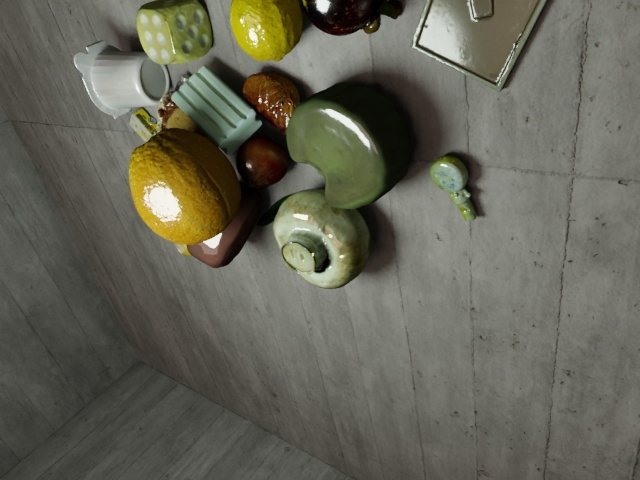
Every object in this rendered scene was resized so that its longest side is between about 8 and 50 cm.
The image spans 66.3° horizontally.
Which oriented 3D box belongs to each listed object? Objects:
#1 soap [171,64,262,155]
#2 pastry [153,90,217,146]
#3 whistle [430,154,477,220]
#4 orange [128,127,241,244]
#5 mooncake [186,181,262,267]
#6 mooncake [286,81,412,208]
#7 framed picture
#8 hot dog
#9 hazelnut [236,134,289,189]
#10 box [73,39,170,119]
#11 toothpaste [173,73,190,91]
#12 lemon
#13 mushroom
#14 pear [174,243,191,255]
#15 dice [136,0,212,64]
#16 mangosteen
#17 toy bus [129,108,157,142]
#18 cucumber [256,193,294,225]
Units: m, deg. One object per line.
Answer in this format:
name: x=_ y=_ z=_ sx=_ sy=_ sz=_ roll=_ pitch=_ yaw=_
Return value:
soap: x=-0.333 y=-0.418 z=1.569 sx=0.265 sy=0.160 sz=0.087 roll=44 pitch=179 yaw=20
pastry: x=-0.446 y=-0.388 z=1.731 sx=0.256 sy=0.170 sz=0.237 roll=10 pitch=93 yaw=9
whistle: x=0.369 y=-0.142 z=1.317 sx=0.198 sy=0.057 sz=0.104 roll=54 pitch=152 yaw=-19
orange: x=-0.424 y=-0.169 z=1.524 sx=0.322 sy=0.322 sz=0.357 roll=3 pitch=134 yaw=41
mooncake: x=-0.350 y=-0.046 z=1.833 sx=0.174 sy=0.326 sz=0.334 roll=28 pitch=149 yaw=5
mooncake: x=0.081 y=-0.268 z=1.364 sx=0.351 sy=0.187 sz=0.351 roll=28 pitch=138 yaw=28
framed picture: x=0.349 y=-0.517 z=1.039 sx=0.247 sy=0.022 sz=0.335 roll=34 pitch=139 yaw=17
hot dog: x=-0.141 y=-0.420 z=1.500 sx=0.227 sy=0.099 sz=0.160 roll=41 pitch=142 yaw=16
hazelnut: x=-0.195 y=-0.252 z=1.634 sx=0.178 sy=0.178 sz=0.204 roll=49 pitch=157 yaw=-2
box: x=-0.683 y=-0.589 z=1.741 sx=0.206 sy=0.262 sz=0.291 roll=5 pitch=169 yaw=21
toothpaste: x=-0.521 y=-0.497 z=1.828 sx=0.075 sy=0.048 sz=0.301 roll=39 pitch=143 yaw=4
lemon: x=-0.143 y=-0.586 z=1.296 sx=0.192 sy=0.192 sz=0.231 roll=20 pitch=140 yaw=30
mushroom: x=0.000 y=0.000 z=1.601 sx=0.352 sy=0.260 sz=0.352 roll=19 pitch=132 yaw=23
pear: x=-0.587 y=-0.017 z=2.188 sx=0.178 sy=0.178 sz=0.178 roll=24 pitch=135 yaw=26
dice: x=-0.456 y=-0.658 z=1.534 sx=0.166 sy=0.169 sz=0.169 roll=17 pitch=132 yaw=31
mangosteen: x=0.076 y=-0.574 z=1.112 sx=0.265 sy=0.228 sz=0.228 roll=20 pitch=150 yaw=-28
toy bus: x=-0.679 y=-0.430 z=2.002 sx=0.226 sy=0.074 sz=0.081 roll=50 pitch=140 yaw=-2
cucumber: x=-0.155 y=-0.114 z=1.812 sx=0.284 sy=0.056 sz=0.056 roll=-27 pitch=102 yaw=47
